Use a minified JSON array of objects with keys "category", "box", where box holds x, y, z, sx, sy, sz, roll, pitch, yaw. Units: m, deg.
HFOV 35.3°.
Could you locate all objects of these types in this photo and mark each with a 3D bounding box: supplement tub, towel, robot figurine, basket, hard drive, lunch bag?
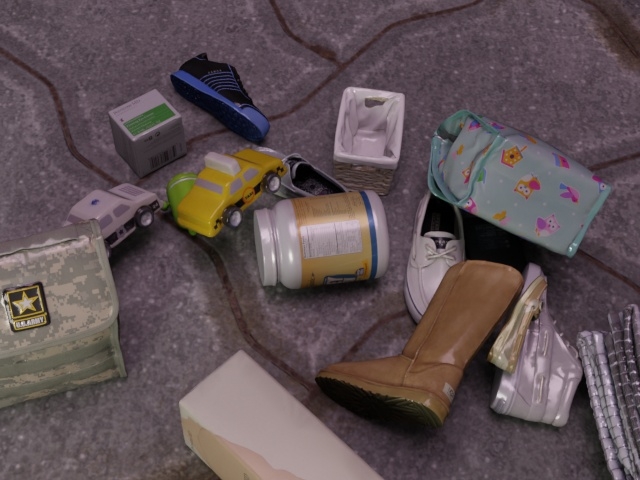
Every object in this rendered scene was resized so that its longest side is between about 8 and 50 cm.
[{"category":"supplement tub","box":[0.000,0.000,1.607,0.199,0.144,0.144,-7,54,-8]},{"category":"towel","box":[0.519,0.237,1.441,0.235,0.121,0.284,12,50,-18]},{"category":"robot figurine","box":[-0.220,-0.066,1.692,0.101,0.067,0.115,-21,56,-3]},{"category":"basket","box":[0.083,-0.172,1.766,0.113,0.103,0.167,8,54,2]},{"category":"hard drive","box":[0.291,0.018,1.685,0.094,0.022,0.135,-4,53,-7]},{"category":"lunch bag","box":[0.302,-0.101,1.630,0.223,0.160,0.262,24,12,-17]},{"category":"lunch bag","box":[-0.408,0.098,1.424,0.235,0.287,0.169,-13,55,-14]}]

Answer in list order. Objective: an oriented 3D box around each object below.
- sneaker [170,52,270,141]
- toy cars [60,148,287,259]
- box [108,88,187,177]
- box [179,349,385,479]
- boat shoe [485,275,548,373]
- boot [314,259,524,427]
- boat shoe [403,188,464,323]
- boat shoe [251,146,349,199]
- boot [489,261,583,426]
[{"category":"sneaker","box":[-0.167,-0.270,1.838,0.232,0.081,0.090,35,66,23]},{"category":"toy cars","box":[-0.245,-0.068,1.582,0.393,0.087,0.176,-16,38,1]},{"category":"box","box":[-0.300,-0.187,1.756,0.101,0.102,0.087,-32,59,-22]},{"category":"box","box":[-0.044,0.311,1.375,0.311,0.148,0.121,38,61,24]},{"category":"boat shoe","box":[0.300,0.123,1.486,0.048,0.056,0.153,31,70,12]},{"category":"boot","box":[0.150,0.144,1.504,0.236,0.089,0.269,9,51,36]},{"category":"boat shoe","box":[0.193,0.019,1.638,0.096,0.088,0.268,9,53,3]},{"category":"boat shoe","box":[-0.035,-0.110,1.726,0.227,0.081,0.079,34,59,20]},{"category":"boot","box":[0.345,0.162,1.550,0.123,0.095,0.258,17,62,2]}]
